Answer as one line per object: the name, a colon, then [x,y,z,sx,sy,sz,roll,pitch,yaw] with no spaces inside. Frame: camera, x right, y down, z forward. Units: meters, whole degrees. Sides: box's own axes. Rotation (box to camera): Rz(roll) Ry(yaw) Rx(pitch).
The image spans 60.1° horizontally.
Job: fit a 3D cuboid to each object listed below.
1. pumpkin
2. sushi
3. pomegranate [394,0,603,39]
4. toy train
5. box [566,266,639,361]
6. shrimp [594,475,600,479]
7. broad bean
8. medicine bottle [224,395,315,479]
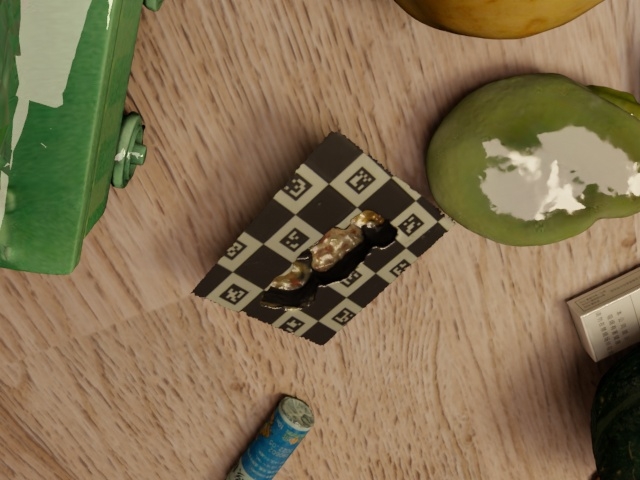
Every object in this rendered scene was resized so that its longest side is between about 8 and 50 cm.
pumpkin: [0.459,0.218,0.664,0.263,0.197,0.293,-32,134,29]
sushi: [0.000,0.000,0.575,0.192,0.051,0.215,30,114,-37]
pomegranate: [0.130,-0.253,0.382,0.233,0.233,0.233,-3,116,-6]
toy train: [-0.187,-0.135,0.402,0.120,0.202,0.301,16,113,-10]
box: [0.387,0.078,0.672,0.154,0.040,0.084,-27,116,7]
shrimp: [0.472,0.425,0.846,0.132,0.053,0.236,-13,114,-4]
broad bean: [0.219,-0.080,0.539,0.227,0.100,0.169,-18,102,-2]
medicine bottle: [-0.076,0.281,0.703,0.051,0.051,0.191,27,109,-19]
